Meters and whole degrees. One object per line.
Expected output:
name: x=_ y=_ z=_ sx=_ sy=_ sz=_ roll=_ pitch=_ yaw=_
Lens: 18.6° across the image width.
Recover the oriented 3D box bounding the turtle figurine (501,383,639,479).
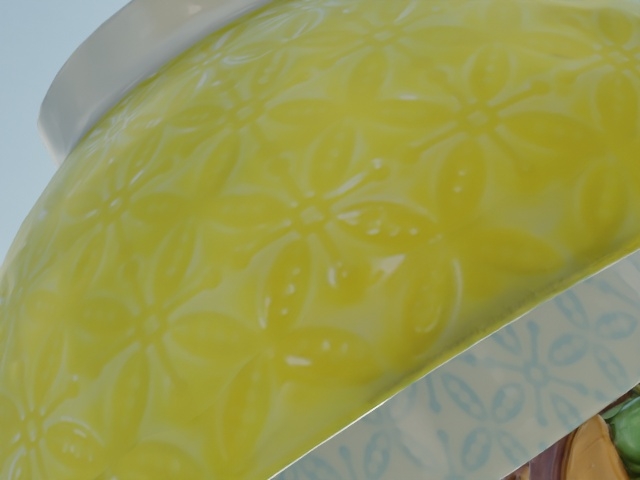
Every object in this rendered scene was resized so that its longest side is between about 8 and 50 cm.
turtle figurine: x=0.095 y=0.103 z=0.821 sx=0.274 sy=0.266 sz=0.198 roll=41 pitch=-116 yaw=-31

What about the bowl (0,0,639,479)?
bowl: x=0.000 y=0.000 z=0.596 sx=0.289 sy=0.289 sz=0.156 roll=-22 pitch=-108 yaw=-38
